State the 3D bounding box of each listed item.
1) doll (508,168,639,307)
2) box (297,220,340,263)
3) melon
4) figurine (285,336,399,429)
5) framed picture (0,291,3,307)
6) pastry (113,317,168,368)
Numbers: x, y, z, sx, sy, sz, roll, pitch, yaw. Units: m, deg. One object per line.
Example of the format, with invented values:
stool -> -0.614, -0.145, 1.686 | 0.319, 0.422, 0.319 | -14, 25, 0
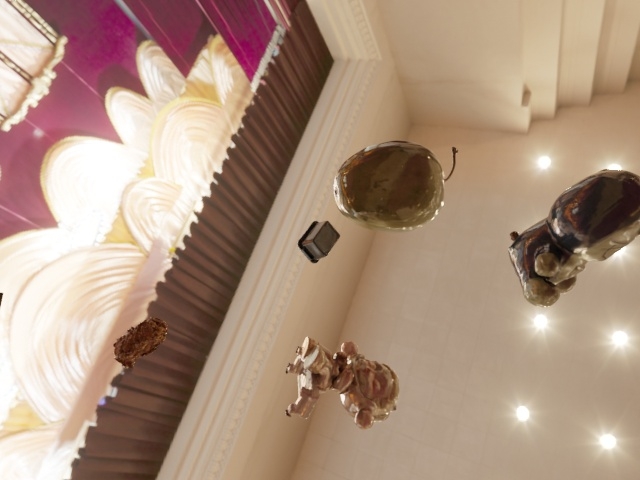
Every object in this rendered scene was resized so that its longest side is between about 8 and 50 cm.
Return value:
doll -> 0.459, -0.008, 0.837 | 0.258, 0.228, 0.154 | -45, -115, 38
box -> 0.000, 0.000, 1.163 | 0.054, 0.074, 0.099 | -14, -148, 48
melon -> 0.192, -0.144, 1.292 | 0.308, 0.272, 0.271 | 12, -111, 13
figurine -> 0.061, 0.301, 0.966 | 0.144, 0.257, 0.182 | -65, -161, 6
framed picture -> -0.638, 0.117, 0.873 | 0.006, 0.089, 0.066 | -48, -136, 34
pastry -> -0.474, 0.259, 1.228 | 0.169, 0.063, 0.087 | -38, -123, 8
